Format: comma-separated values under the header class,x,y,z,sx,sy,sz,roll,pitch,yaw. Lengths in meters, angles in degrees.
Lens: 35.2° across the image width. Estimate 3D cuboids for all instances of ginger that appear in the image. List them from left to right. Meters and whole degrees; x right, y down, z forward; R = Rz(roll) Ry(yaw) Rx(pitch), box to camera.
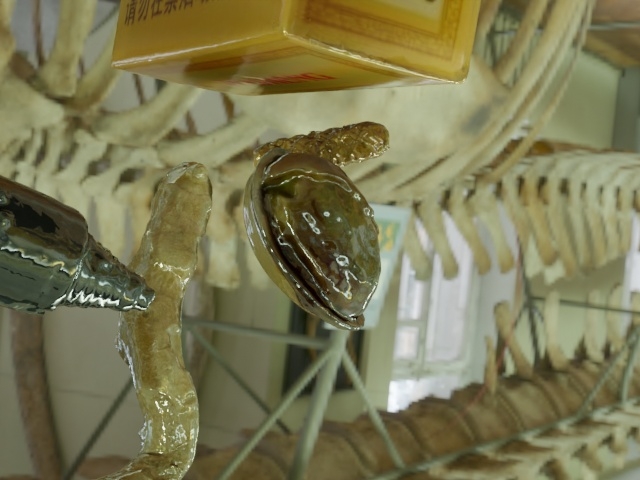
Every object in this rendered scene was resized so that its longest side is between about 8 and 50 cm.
class,x,y,z,sx,sy,sz,roll,pitch,yaw
ginger,-0.117,0.062,0.710,0.075,0.288,0.089,23,148,-29

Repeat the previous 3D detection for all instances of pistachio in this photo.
class,x,y,z,sx,sy,sz,roll,pitch,yaw
pistachio,0.000,0.000,1.036,0.130,0.210,0.165,-16,-161,29

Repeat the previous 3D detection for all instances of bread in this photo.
class,x,y,z,sx,sy,sz,roll,pitch,yaw
bread,0.000,-0.100,1.113,0.157,0.044,0.052,-10,172,17

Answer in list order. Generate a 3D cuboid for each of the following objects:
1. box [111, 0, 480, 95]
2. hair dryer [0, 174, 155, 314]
class,x,y,z,sx,sy,sz,roll,pitch,yaw
box,0.001,-0.196,0.384,0.076,0.274,0.174,9,-179,-31
hair dryer,-0.213,-0.023,0.383,0.189,0.107,0.352,-23,144,33
